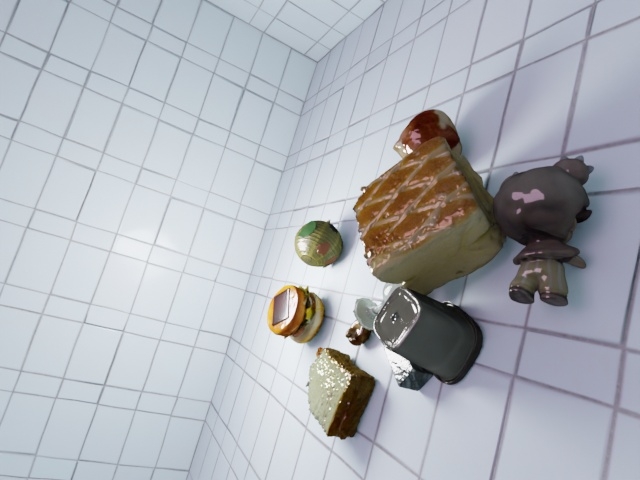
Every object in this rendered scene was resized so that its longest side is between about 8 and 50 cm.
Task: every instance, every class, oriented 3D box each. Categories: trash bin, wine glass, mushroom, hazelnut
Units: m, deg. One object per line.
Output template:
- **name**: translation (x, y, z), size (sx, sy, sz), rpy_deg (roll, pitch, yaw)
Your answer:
- **trash bin**: translation (0.314, 0.274, 1.311), size (0.219, 0.250, 0.220), rpy_deg (-59, 25, 9)
- **wine glass**: translation (0.260, 0.214, 1.602), size (0.321, 0.144, 0.143), rpy_deg (-43, 35, 46)
- **mushroom**: translation (0.158, 0.371, 1.765), size (0.109, 0.085, 0.126), rpy_deg (-43, 4, -36)
- **hazelnut**: translation (0.396, -0.354, 1.637), size (0.261, 0.241, 0.261), rpy_deg (-13, -90, -84)

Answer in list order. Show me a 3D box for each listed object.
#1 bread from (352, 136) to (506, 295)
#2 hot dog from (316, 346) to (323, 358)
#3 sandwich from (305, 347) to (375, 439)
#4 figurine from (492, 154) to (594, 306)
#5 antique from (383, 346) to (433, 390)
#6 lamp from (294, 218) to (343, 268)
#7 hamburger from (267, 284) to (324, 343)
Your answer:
- **bread**: translation (0.336, -0.068, 1.374), size (0.390, 0.279, 0.371), rpy_deg (-34, 40, 24)
- **hot dog**: translation (0.014, 0.539, 1.990), size (0.062, 0.038, 0.144), rpy_deg (-67, 22, 13)
- **sandwich**: translation (0.061, 0.591, 1.742), size (0.325, 0.131, 0.262), rpy_deg (25, 96, 63)
- **figurine**: translation (0.551, -0.027, 1.102), size (0.248, 0.203, 0.380), rpy_deg (-19, 56, 55)
- **antique**: translation (0.288, 0.398, 1.464), size (0.086, 0.088, 0.183), rpy_deg (-58, 26, 25)
- **lamp**: translation (0.000, 0.000, 2.214), size (0.250, 0.250, 0.284), rpy_deg (-34, 23, 52)
- **hamburger**: translation (-0.115, 0.365, 2.166), size (0.291, 0.225, 0.290), rpy_deg (-35, 43, 41)
